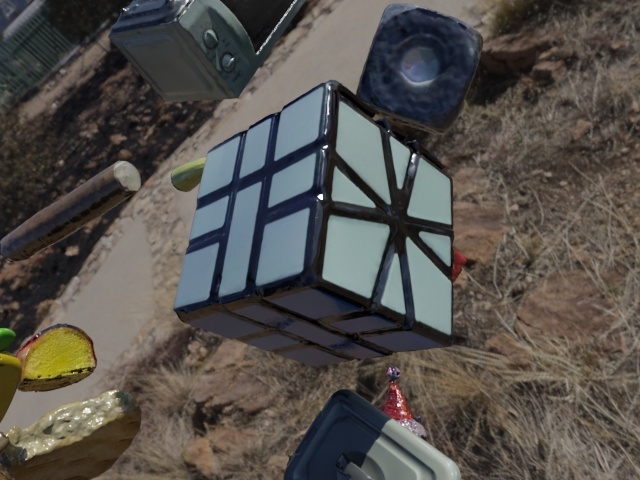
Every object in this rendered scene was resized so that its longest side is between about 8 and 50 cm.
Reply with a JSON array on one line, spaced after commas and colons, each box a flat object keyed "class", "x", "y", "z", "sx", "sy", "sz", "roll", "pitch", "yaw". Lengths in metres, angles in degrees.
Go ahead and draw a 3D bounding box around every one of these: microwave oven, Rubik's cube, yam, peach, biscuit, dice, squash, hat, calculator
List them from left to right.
[{"class": "calculator", "x": -0.567, "y": 0.254, "z": 0.957, "sx": 0.032, "sy": 0.146, "sz": 0.234, "roll": 21, "pitch": 88, "yaw": 27}, {"class": "peach", "x": -0.534, "y": 0.244, "z": 1.162, "sx": 0.092, "sy": 0.127, "sz": 0.172, "roll": -32, "pitch": 4, "yaw": 37}, {"class": "yam", "x": -0.318, "y": -0.028, "z": 0.725, "sx": 0.264, "sy": 0.046, "sz": 0.046, "roll": -24, "pitch": 43, "yaw": 31}, {"class": "biscuit", "x": -0.500, "y": 0.411, "z": 1.167, "sx": 0.091, "sy": 0.274, "sz": 0.213, "roll": 40, "pitch": 123, "yaw": 31}, {"class": "squash", "x": -0.388, "y": -0.227, "z": 1.892, "sx": 0.224, "sy": 0.094, "sz": 0.094, "roll": -16, "pitch": 46, "yaw": 45}, {"class": "microwave oven", "x": -0.191, "y": -0.412, "z": 1.031, "sx": 0.237, "sy": 0.181, "sz": 0.295, "roll": 9, "pitch": 61, "yaw": 38}, {"class": "Rubik's cube", "x": 0.000, "y": 0.000, "z": 0.835, "sx": 0.283, "sy": 0.288, "sz": 0.293, "roll": -22, "pitch": 51, "yaw": 41}, {"class": "hat", "x": 0.184, "y": 0.427, "z": 1.474, "sx": 0.140, "sy": 0.129, "sz": 0.227, "roll": -9, "pitch": 56, "yaw": 5}, {"class": "dice", "x": 0.168, "y": -0.296, "z": 1.029, "sx": 0.183, "sy": 0.181, "sz": 0.182, "roll": -69, "pitch": 0, "yaw": -80}]

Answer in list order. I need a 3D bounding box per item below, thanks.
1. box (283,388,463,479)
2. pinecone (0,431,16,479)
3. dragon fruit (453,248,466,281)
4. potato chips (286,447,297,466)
[{"class": "box", "x": 0.073, "y": 0.314, "z": 0.757, "sx": 0.227, "sy": 0.130, "sz": 0.162, "roll": 24, "pitch": 78, "yaw": 45}, {"class": "pinecone", "x": -0.457, "y": 0.341, "z": 0.670, "sx": 0.243, "sy": 0.243, "sz": 0.257, "roll": -25, "pitch": 36, "yaw": 23}, {"class": "dragon fruit", "x": 0.374, "y": 0.084, "z": 2.016, "sx": 0.134, "sy": 0.211, "sz": 0.262, "roll": -33, "pitch": 2, "yaw": 37}, {"class": "potato chips", "x": 0.067, "y": 0.646, "z": 1.908, "sx": 0.429, "sy": 0.358, "sz": 0.070, "roll": -29, "pitch": 67, "yaw": -9}]
